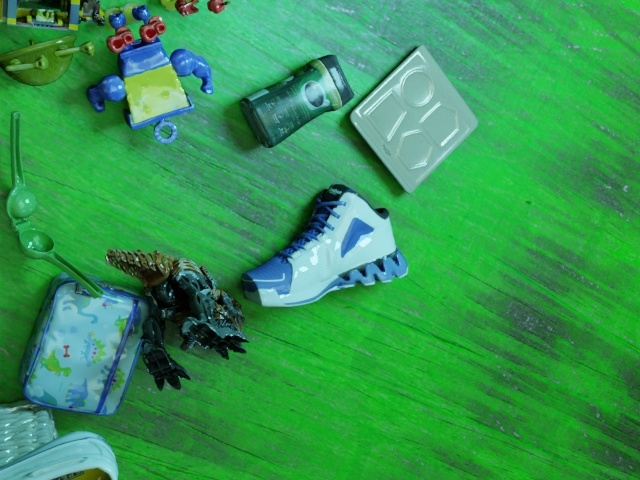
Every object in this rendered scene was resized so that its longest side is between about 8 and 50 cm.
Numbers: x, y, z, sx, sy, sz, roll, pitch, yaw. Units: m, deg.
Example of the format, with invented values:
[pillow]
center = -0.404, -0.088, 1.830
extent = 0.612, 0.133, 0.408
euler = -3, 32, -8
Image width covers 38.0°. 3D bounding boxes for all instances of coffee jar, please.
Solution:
[coffee jar]
center = -0.037, -0.240, 1.581
extent = 0.184, 0.079, 0.096
euler = -31, 107, -13

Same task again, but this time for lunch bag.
[lunch bag]
center = -0.379, 0.169, 1.513
extent = 0.176, 0.090, 0.219
euler = 20, 93, -27

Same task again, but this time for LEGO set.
[LEGO set]
center = -0.459, -0.416, 1.282
extent = 0.331, 0.255, 0.192
euler = 5, 114, -16

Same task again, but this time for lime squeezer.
[lime squeezer]
center = -0.443, -0.038, 1.440
extent = 0.058, 0.110, 0.310
euler = -26, 94, -42

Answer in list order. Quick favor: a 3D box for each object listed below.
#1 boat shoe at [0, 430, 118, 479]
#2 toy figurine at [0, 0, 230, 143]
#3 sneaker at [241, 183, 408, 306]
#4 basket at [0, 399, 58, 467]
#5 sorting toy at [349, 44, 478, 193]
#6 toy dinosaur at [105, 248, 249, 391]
[boat shoe]
center = -0.427, 0.388, 1.207
extent = 0.367, 0.156, 0.136
euler = -25, 106, -17
[toy figurine]
center = -0.286, -0.234, 1.427
extent = 0.362, 0.191, 0.217
euler = -22, 119, -14
[sneaker]
center = 0.001, 0.000, 1.627
extent = 0.315, 0.127, 0.182
euler = -14, 101, -27
[basket]
center = -0.542, 0.451, 1.403
extent = 0.328, 0.266, 0.332
euler = -9, 101, -20
[sorting toy]
center = 0.170, -0.220, 1.697
extent = 0.208, 0.038, 0.193
euler = -46, 113, -13
[toy dinosaur]
center = -0.230, 0.106, 1.489
extent = 0.321, 0.218, 0.164
euler = 18, 130, -35
